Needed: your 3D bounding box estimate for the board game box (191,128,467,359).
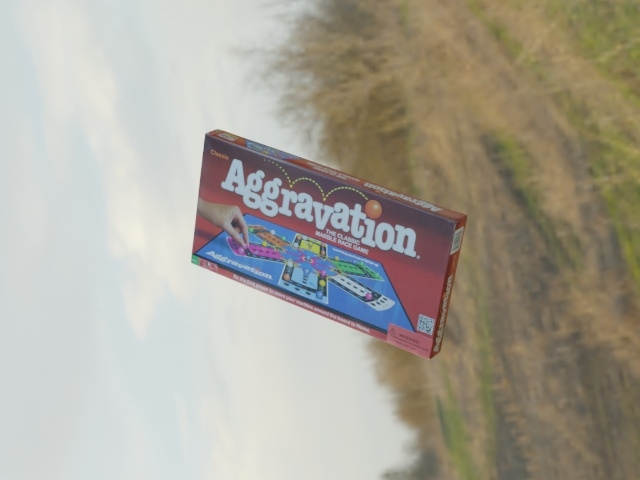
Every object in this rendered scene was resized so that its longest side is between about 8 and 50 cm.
[{"bbox_3d":[0.000,0.000,1.316,0.027,0.281,0.145,-27,-49,-55],"label":"board game box"}]
